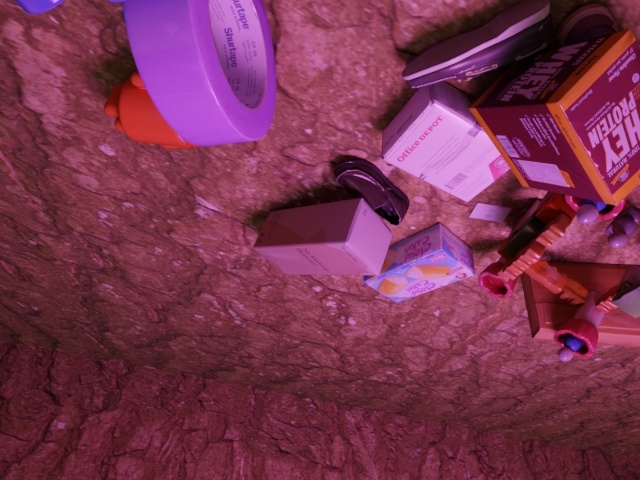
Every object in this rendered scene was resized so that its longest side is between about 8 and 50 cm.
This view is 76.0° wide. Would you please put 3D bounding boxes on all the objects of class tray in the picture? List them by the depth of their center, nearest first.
[{"bbox_3d":[0.756,0.162,1.055,0.409,0.203,0.076,3,145,8],"label":"tray"}]

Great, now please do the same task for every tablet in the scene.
[{"bbox_3d":[0.408,-0.066,0.988,0.083,0.006,0.054,9,144,0],"label":"tablet"}]

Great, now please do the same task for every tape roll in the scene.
[{"bbox_3d":[-0.152,-0.280,0.590,0.090,0.275,0.275,-2,142,14],"label":"tape roll"}]

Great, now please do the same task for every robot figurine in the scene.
[{"bbox_3d":[-0.291,-0.246,0.790,0.219,0.128,0.158,6,116,5],"label":"robot figurine"}]

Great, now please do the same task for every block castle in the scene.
[{"bbox_3d":[0.538,0.052,0.822,0.303,0.213,0.453,39,155,16],"label":"block castle"}]

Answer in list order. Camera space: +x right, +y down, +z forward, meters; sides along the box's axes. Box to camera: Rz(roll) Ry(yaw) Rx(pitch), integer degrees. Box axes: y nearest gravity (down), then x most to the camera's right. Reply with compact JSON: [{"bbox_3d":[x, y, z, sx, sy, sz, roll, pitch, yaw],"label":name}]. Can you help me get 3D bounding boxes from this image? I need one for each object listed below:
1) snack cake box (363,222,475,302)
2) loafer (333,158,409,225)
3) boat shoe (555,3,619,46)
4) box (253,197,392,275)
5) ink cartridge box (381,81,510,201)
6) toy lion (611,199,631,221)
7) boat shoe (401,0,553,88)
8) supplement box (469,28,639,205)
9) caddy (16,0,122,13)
[{"bbox_3d":[0.266,0.071,1.132,0.152,0.089,0.264,33,137,-28],"label":"snack cake box"},{"bbox_3d":[0.122,-0.105,0.932,0.219,0.079,0.080,28,139,-25],"label":"loafer"},{"bbox_3d":[0.474,-0.244,0.663,0.102,0.093,0.285,-26,132,37],"label":"boat shoe"},{"bbox_3d":[0.000,0.000,0.998,0.310,0.121,0.148,-5,143,44],"label":"box"},{"bbox_3d":[0.248,-0.188,0.787,0.217,0.092,0.158,21,142,-19],"label":"ink cartridge box"},{"bbox_3d":[0.631,-0.078,0.871,0.100,0.096,0.034,54,137,7],"label":"toy lion"},{"bbox_3d":[0.245,-0.293,0.654,0.227,0.081,0.069,-17,133,27],"label":"boat shoe"},{"bbox_3d":[0.376,-0.180,0.627,0.129,0.194,0.191,-45,111,1],"label":"supplement box"},{"bbox_3d":[-0.232,-0.390,0.406,0.241,0.342,0.179,4,147,18],"label":"caddy"}]
